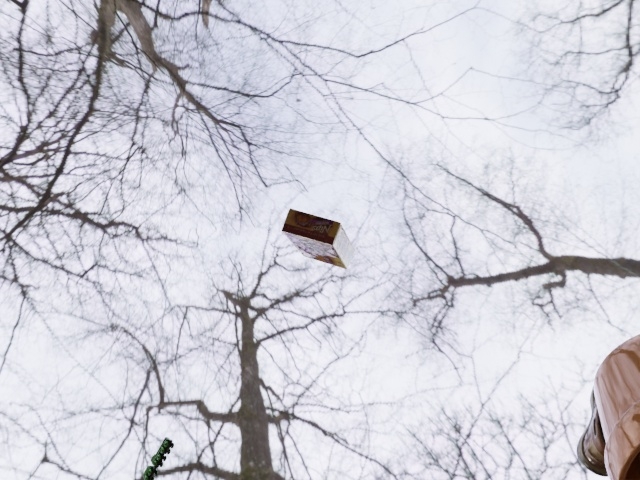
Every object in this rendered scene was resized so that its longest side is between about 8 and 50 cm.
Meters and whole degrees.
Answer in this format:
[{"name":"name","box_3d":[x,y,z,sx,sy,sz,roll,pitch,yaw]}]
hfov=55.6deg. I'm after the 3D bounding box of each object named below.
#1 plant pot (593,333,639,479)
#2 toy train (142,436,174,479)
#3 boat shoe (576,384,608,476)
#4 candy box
[{"name":"plant pot","box_3d":[0.554,0.271,0.925,0.291,0.203,0.291,-1,-60,-2]},{"name":"toy train","box_3d":[-0.267,0.360,1.000,0.017,0.024,0.083,28,-86,-39]},{"name":"boat shoe","box_3d":[0.716,0.410,1.460,0.122,0.324,0.120,22,-43,19]},{"name":"candy box","box_3d":[0.000,0.000,1.235,0.109,0.186,0.053,17,-102,16]}]
